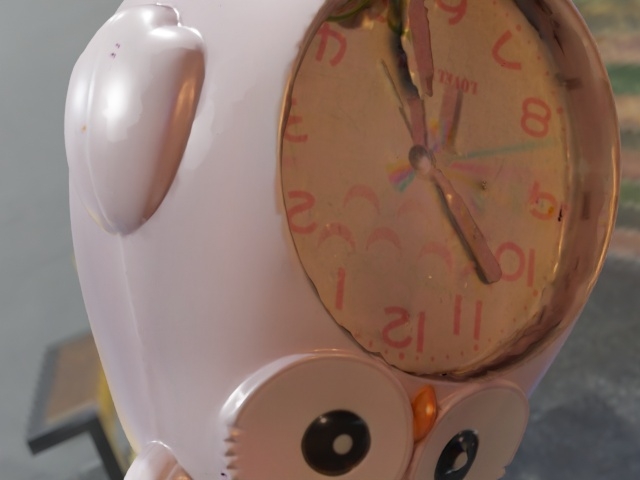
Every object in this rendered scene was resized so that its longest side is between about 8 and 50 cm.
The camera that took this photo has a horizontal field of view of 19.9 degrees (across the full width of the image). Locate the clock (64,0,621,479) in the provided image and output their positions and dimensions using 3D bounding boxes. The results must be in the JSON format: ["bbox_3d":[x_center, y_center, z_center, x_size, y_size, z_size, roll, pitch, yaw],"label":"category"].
[{"bbox_3d":[0.000,0.000,1.114,0.368,0.376,0.250,13,-8,-37],"label":"clock"}]
